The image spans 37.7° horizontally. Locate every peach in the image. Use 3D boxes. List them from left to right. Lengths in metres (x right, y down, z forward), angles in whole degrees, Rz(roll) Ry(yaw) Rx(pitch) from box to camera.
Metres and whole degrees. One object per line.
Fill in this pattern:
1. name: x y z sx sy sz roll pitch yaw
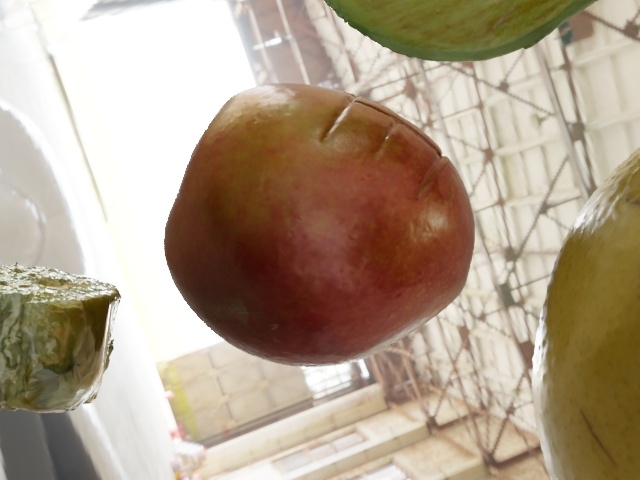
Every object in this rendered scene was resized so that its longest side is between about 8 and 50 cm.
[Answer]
1. peach: 0.000 0.000 0.867 0.275 0.245 0.248 22 -20 10

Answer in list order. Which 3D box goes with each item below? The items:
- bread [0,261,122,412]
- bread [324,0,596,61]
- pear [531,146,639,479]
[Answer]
1. bread: -0.191 0.071 0.647 0.110 0.156 0.103 9 -86 51
2. bread: 0.119 -0.270 0.721 0.301 0.301 0.045 80 4 -45
3. pear: 0.286 0.076 0.523 0.348 0.348 0.348 160 -90 -80
